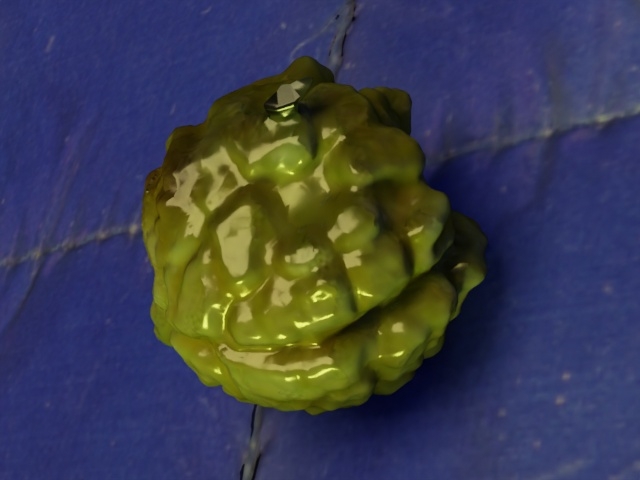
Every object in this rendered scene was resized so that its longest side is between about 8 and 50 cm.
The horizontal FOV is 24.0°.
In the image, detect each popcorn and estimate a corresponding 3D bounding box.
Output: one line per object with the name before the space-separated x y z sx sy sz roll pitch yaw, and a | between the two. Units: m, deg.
popcorn | -0.006 -0.003 0.730 0.173 0.142 0.173 -20 61 39
